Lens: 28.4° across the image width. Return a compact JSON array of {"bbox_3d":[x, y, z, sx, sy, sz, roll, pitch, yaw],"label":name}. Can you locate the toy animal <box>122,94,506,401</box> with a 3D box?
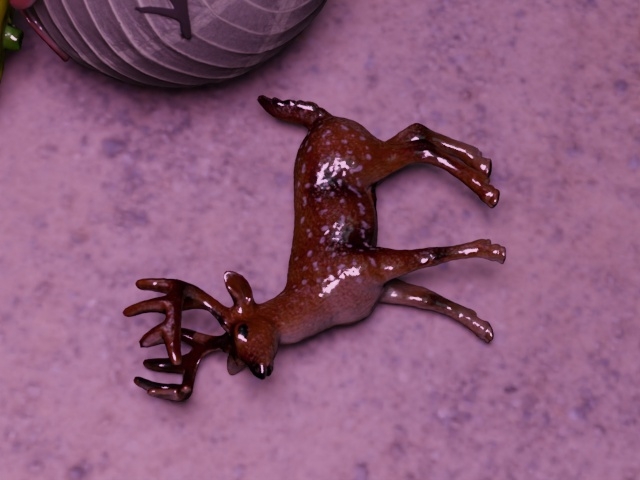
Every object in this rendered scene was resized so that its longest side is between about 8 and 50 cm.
[{"bbox_3d":[-0.002,0.012,0.898,0.260,0.087,0.243,3,54,-4],"label":"toy animal"}]

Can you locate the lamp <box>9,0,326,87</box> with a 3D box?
[{"bbox_3d":[-0.105,-0.223,0.891,0.233,0.233,0.265,26,65,4],"label":"lamp"}]

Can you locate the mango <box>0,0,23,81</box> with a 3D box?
[{"bbox_3d":[-0.377,-0.188,0.879,0.343,0.156,0.192,27,58,8],"label":"mango"}]
